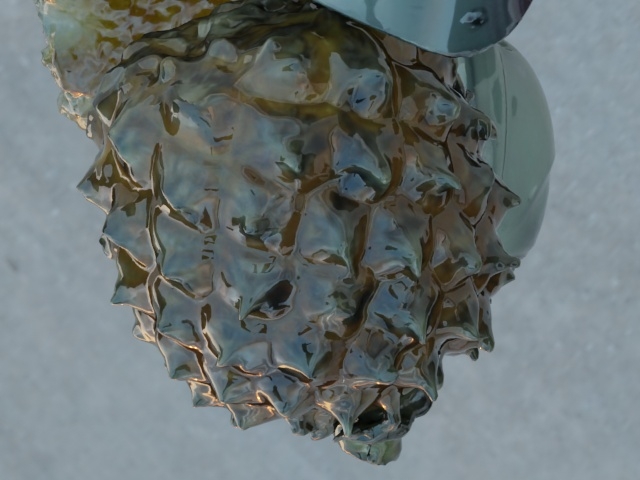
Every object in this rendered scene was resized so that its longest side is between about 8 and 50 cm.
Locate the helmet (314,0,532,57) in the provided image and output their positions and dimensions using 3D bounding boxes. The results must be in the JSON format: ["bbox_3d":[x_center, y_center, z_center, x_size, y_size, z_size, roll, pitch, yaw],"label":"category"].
[{"bbox_3d":[0.037,-0.159,0.653,0.153,0.177,0.107,31,152,34],"label":"helmet"}]

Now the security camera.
[{"bbox_3d":[0.066,-0.063,1.367,0.277,0.197,0.191,-157,76,-70],"label":"security camera"}]

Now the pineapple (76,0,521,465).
[{"bbox_3d":[0.000,0.000,0.735,0.166,0.166,0.193,-1,114,39],"label":"pineapple"}]

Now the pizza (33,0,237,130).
[{"bbox_3d":[-0.046,-0.163,0.824,0.189,0.071,0.297,-10,134,-7],"label":"pizza"}]
